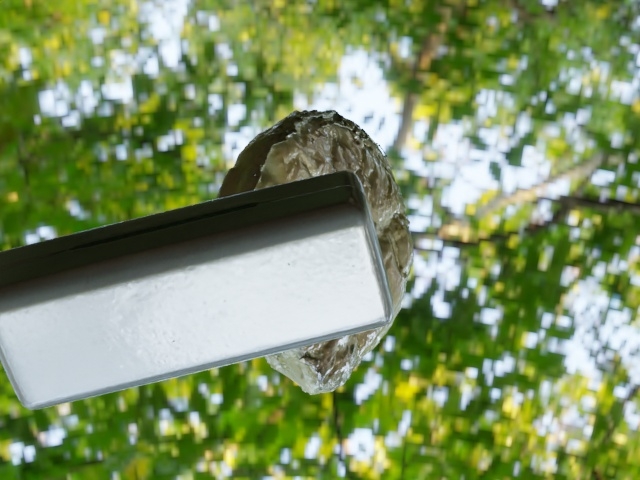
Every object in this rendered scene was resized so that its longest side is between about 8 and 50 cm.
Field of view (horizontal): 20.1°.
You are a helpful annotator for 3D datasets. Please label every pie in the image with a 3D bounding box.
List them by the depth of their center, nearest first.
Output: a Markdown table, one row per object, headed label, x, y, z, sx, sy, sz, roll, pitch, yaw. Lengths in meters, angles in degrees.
| label | x | y | z | sx | sy | sz | roll | pitch | yaw |
| --- | --- | --- | --- | --- | --- | --- | --- | --- | --- |
| pie | 0.003 | 0.000 | 1.309 | 0.052 | 0.218 | 0.185 | 10 | -130 | 41 |

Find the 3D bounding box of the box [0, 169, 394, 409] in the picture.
| label | x | y | z | sx | sy | sz | roll | pitch | yaw |
| --- | --- | --- | --- | --- | --- | --- | --- | --- | --- |
| box | -0.082 | 0.031 | 1.113 | 0.244 | 0.103 | 0.055 | -14 | -144 | 2 |
